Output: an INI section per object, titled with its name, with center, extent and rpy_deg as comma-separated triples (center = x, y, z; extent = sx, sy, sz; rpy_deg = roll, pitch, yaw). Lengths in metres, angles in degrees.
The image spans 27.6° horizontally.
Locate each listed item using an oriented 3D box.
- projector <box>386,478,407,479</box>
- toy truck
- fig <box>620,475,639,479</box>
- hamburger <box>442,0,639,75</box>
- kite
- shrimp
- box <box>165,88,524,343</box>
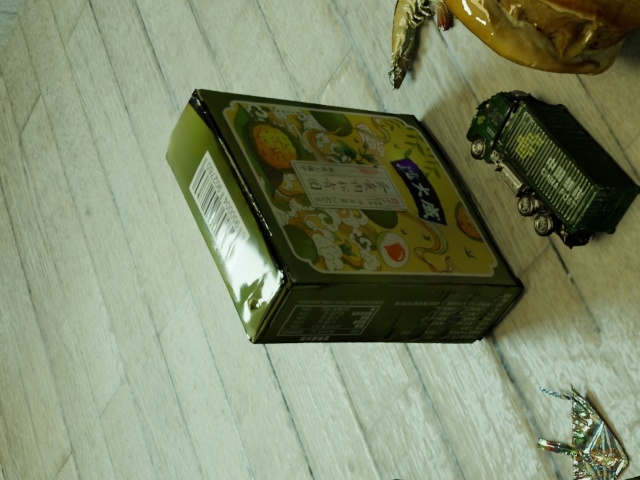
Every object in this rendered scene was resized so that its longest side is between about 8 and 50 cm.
[projector]
center = 0.049, 0.529, 1.941
extent = 0.248, 0.248, 0.249
rpy_deg = -54, 47, 39
[toy truck]
center = 0.302, -0.104, 1.754
extent = 0.259, 0.088, 0.121
rpy_deg = 56, 133, 39
[fig]
center = 0.433, 0.327, 1.484
extent = 0.321, 0.217, 0.217
rpy_deg = -46, 48, 14
[hamburger]
center = 0.270, -0.344, 1.633
extent = 0.170, 0.290, 0.314
rpy_deg = -50, 48, 37
[kite]
center = 0.348, 0.281, 1.731
extent = 0.160, 0.010, 0.182
rpy_deg = 1, 92, 52
[shrimp]
center = 0.156, -0.319, 2.028
extent = 0.124, 0.034, 0.178
rpy_deg = 13, 94, 49
[box]
center = 0.029, -0.032, 1.851
extent = 0.138, 0.420, 0.373
rpy_deg = -57, 45, 34
